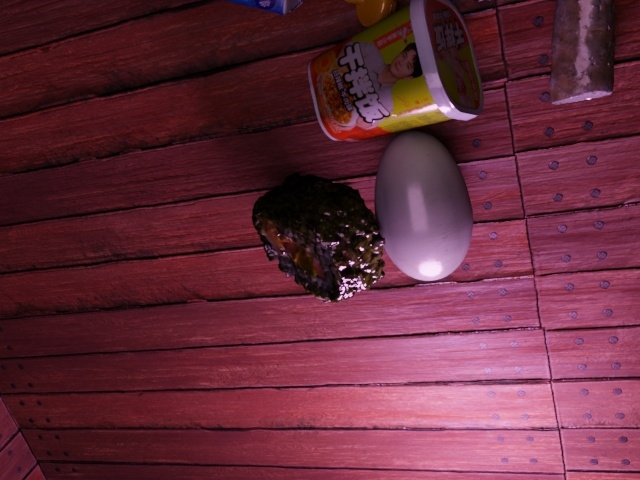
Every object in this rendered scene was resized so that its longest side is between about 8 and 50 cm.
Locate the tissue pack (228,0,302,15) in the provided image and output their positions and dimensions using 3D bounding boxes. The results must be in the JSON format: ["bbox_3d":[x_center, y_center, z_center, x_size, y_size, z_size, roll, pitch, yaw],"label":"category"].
[{"bbox_3d":[-0.170,-0.634,1.527,0.263,0.146,0.198,15,123,9],"label":"tissue pack"}]

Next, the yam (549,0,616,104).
[{"bbox_3d":[0.543,-0.433,1.413,0.133,0.133,0.330,3,114,17],"label":"yam"}]

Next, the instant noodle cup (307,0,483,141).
[{"bbox_3d":[0.155,-0.353,1.506,0.307,0.294,0.294,-14,112,33],"label":"instant noodle cup"}]

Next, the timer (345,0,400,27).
[{"bbox_3d":[0.114,-0.521,1.515,0.107,0.109,0.107,10,103,55],"label":"timer"}]

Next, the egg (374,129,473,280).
[{"bbox_3d":[0.242,-0.080,1.640,0.230,0.230,0.371,-4,112,20],"label":"egg"}]

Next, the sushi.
[{"bbox_3d":[0.000,0.000,1.714,0.352,0.178,0.294,23,140,51],"label":"sushi"}]
